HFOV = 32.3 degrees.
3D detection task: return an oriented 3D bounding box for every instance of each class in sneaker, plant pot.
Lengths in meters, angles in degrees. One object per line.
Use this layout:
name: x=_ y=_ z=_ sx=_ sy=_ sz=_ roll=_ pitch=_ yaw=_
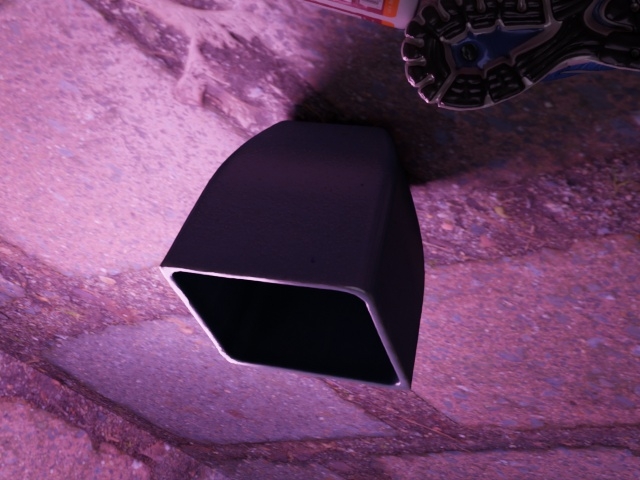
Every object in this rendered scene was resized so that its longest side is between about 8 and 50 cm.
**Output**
sneaker: x=0.238 y=-0.204 z=0.960 sx=0.330 sy=0.147 sz=0.129 roll=-8 pitch=107 yaw=15
plant pot: x=0.000 y=0.000 z=1.312 sx=0.248 sy=0.252 sz=0.247 roll=7 pitch=150 yaw=21

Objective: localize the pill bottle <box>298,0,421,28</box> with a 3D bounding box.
pill bottle: x=-0.010 y=-0.270 z=0.968 sx=0.221 sy=0.121 sz=0.121 roll=16 pitch=152 yaw=3
